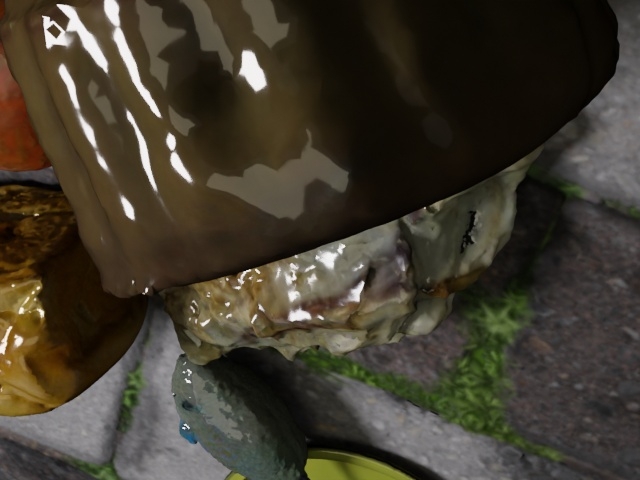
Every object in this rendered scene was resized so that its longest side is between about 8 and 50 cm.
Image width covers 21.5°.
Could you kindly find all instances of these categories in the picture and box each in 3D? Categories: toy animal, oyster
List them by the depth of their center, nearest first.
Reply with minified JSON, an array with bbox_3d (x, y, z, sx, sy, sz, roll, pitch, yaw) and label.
[{"bbox_3d":[0.001,0.004,1.160,0.201,0.107,0.354,36,133,-6],"label":"oyster"},{"bbox_3d":[-0.042,0.182,1.347,0.079,0.070,0.253,-7,122,39],"label":"toy animal"}]

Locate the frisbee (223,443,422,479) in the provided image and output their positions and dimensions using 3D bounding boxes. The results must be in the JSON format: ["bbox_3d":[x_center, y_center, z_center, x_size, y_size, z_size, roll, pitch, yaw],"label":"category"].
[{"bbox_3d":[0.023,0.253,1.430,0.236,0.017,0.236,11,132,12],"label":"frisbee"}]

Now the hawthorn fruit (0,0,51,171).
[{"bbox_3d":[-0.201,-0.135,1.077,0.189,0.189,0.189,11,133,12],"label":"hawthorn fruit"}]

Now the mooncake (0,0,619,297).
[{"bbox_3d":[-0.010,-0.118,0.897,0.324,0.324,0.187,-14,106,31],"label":"mooncake"}]

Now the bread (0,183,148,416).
[{"bbox_3d":[-0.286,0.044,1.264,0.294,0.167,0.132,-1,129,22],"label":"bread"}]
